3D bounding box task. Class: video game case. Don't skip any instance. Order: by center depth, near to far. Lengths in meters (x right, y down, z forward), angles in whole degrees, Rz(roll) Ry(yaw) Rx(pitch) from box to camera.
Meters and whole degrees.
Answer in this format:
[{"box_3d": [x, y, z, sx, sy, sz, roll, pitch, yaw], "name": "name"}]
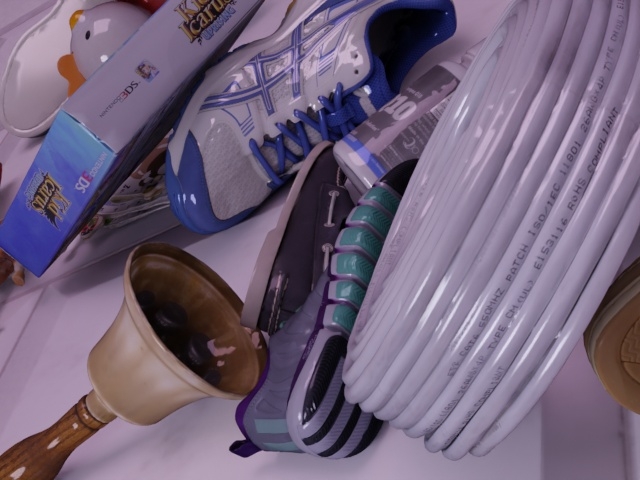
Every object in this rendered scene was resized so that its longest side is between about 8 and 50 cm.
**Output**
[{"box_3d": [-0.167, -0.113, 1.054, 0.244, 0.061, 0.269, -55, 8, -34], "name": "video game case"}]

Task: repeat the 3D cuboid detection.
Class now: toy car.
[{"box_3d": [-0.241, -0.261, 1.407, 0.219, 0.210, 0.238, -9, 49, 59], "name": "toy car"}]

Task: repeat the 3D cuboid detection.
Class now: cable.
[{"box_3d": [0.094, -0.019, 0.605, 0.257, 0.089, 0.257, -64, 0, -17], "name": "cable"}]

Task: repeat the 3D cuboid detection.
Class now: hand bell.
[{"box_3d": [-0.161, 0.124, 0.824, 0.242, 0.126, 0.126, -42, 24, 20], "name": "hand bell"}]

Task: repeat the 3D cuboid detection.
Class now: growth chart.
[{"box_3d": [-0.145, -0.074, 1.174, 0.237, 0.021, 0.172, -21, 30, 28], "name": "growth chart"}]

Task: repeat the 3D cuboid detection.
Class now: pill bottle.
[{"box_3d": [0.083, -0.077, 0.843, 0.137, 0.078, 0.078, -38, 27, -3], "name": "pill bottle"}]

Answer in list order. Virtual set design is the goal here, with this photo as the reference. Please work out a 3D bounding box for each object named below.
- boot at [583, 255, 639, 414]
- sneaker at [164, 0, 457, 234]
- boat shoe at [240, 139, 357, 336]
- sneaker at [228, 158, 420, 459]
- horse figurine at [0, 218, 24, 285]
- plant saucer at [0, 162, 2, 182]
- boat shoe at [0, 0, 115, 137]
[{"box_3d": [0.213, -0.035, 0.607, 0.262, 0.095, 0.203, -37, 27, -1], "name": "boot"}, {"box_3d": [-0.007, -0.121, 0.990, 0.131, 0.112, 0.296, 26, 73, 42], "name": "sneaker"}, {"box_3d": [0.000, 0.000, 0.867, 0.065, 0.075, 0.206, 17, 37, 5], "name": "boat shoe"}, {"box_3d": [0.011, 0.037, 0.751, 0.098, 0.083, 0.224, -16, 34, 44], "name": "sneaker"}, {"box_3d": [-0.367, 0.049, 1.193, 0.263, 0.066, 0.174, -30, 33, 8], "name": "horse figurine"}, {"box_3d": [-0.487, -0.006, 1.334, 0.258, 0.048, 0.259, -36, -5, 3], "name": "plant saucer"}, {"box_3d": [-0.314, -0.266, 1.575, 0.099, 0.116, 0.319, 72, -139, -74], "name": "boat shoe"}]
